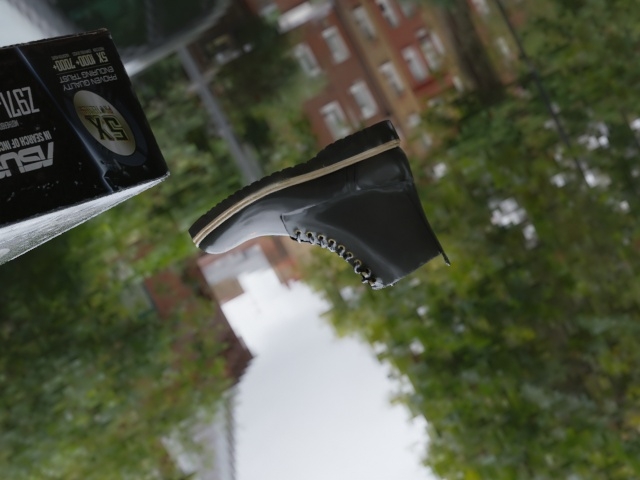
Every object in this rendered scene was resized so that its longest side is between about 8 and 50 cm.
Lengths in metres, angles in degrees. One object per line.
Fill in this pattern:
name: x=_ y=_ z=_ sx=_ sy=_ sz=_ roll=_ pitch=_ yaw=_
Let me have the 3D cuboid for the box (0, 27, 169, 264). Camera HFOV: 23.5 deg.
box: x=-0.183 y=-0.020 z=0.678 sx=0.147 sy=0.078 sz=0.180 roll=-24 pitch=179 yaw=35

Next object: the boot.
boot: x=0.000 y=0.000 z=1.316 sx=0.197 sy=0.137 sz=0.077 roll=-27 pitch=178 yaw=8
